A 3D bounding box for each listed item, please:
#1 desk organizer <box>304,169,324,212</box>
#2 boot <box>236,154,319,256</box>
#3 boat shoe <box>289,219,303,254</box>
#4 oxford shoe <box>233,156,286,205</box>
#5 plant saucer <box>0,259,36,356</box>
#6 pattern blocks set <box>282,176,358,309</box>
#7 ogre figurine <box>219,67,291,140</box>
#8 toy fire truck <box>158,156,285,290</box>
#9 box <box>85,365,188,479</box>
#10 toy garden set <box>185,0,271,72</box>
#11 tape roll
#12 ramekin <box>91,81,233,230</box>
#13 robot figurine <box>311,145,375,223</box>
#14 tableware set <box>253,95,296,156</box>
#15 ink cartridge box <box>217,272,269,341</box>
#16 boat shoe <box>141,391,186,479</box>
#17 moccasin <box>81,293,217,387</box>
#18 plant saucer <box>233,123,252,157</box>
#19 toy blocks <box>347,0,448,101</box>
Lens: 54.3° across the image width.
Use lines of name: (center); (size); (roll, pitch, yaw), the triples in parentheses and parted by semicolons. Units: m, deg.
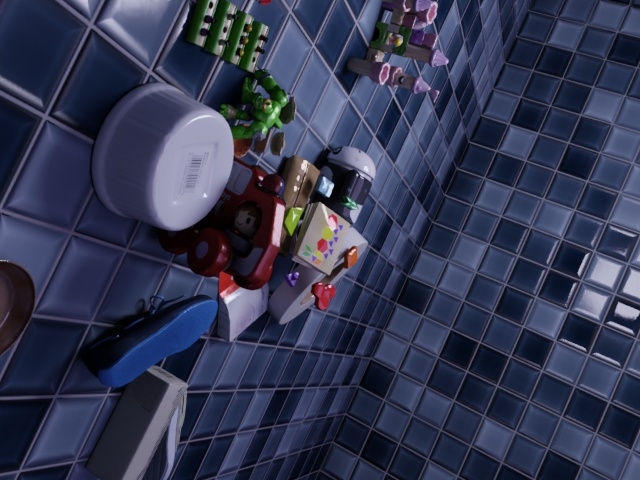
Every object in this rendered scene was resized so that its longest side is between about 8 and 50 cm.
desk organizer: (-0.043, -0.155, 1.881); (0.130, 0.050, 0.047); (-65, 158, -4)
boot: (-0.117, -0.113, 1.726); (0.236, 0.089, 0.270); (37, 72, -60)
boat shoe: (-0.058, -0.011, 1.940); (0.096, 0.088, 0.267); (-60, 157, -15)
oxford shoe: (-0.177, -0.153, 1.567); (0.082, 0.096, 0.227); (-27, 146, 16)
plant saucer: (-0.559, 0.118, 1.015); (0.198, 0.036, 0.199); (-47, 151, -37)
pattern blocks set: (0.000, 0.000, 1.765); (0.285, 0.026, 0.325); (43, 66, -32)
ogre figurine: (-0.145, -0.301, 1.422); (0.197, 0.118, 0.097); (-51, 153, -35)
toy fire truck: (-0.191, -0.048, 1.353); (0.169, 0.302, 0.254); (23, 94, -48)
box: (-0.440, 0.447, 1.507); (0.275, 0.113, 0.094); (-63, 159, -5)
toy garden set: (-0.161, -0.475, 1.305); (0.244, 0.049, 0.204); (0, 112, -66)
tape roll: (-0.011, 0.115, 1.998); (0.392, 0.072, 0.392); (-42, 170, -9)
ramekin: (-0.292, -0.153, 1.216); (0.277, 0.135, 0.277); (-48, 151, -38)
robot figurine: (0.060, -0.159, 1.959); (0.173, 0.209, 0.278); (26, 89, -51)
tableware set: (-0.114, -0.272, 1.484); (0.020, 0.168, 0.141); (6, 96, -39)
ink cartridge box: (-0.217, 0.149, 1.790); (0.189, 0.066, 0.233); (-39, 149, -48)
boat shoe: (-0.409, 0.515, 1.652); (0.094, 0.109, 0.303); (-13, 121, -65)
moccasin: (-0.375, 0.193, 1.401); (0.342, 0.116, 0.138); (-26, 134, -53)
plant saucer: (-0.192, -0.242, 1.512); (0.083, 0.013, 0.084); (-49, 153, -37)
toy blocks: (0.286, -0.596, 1.912); (0.309, 0.260, 0.289); (-9, 120, -64)
